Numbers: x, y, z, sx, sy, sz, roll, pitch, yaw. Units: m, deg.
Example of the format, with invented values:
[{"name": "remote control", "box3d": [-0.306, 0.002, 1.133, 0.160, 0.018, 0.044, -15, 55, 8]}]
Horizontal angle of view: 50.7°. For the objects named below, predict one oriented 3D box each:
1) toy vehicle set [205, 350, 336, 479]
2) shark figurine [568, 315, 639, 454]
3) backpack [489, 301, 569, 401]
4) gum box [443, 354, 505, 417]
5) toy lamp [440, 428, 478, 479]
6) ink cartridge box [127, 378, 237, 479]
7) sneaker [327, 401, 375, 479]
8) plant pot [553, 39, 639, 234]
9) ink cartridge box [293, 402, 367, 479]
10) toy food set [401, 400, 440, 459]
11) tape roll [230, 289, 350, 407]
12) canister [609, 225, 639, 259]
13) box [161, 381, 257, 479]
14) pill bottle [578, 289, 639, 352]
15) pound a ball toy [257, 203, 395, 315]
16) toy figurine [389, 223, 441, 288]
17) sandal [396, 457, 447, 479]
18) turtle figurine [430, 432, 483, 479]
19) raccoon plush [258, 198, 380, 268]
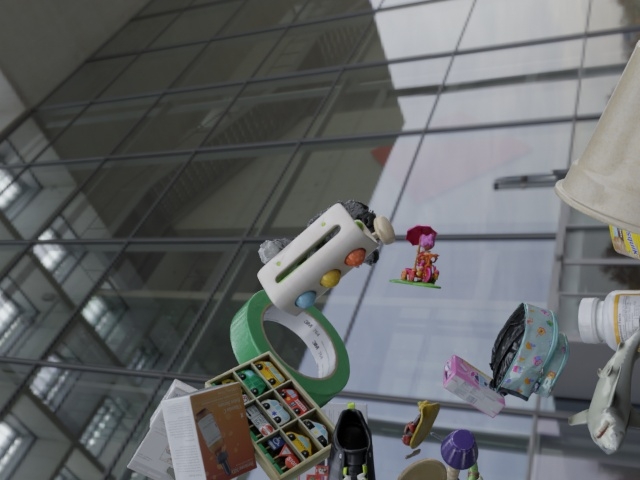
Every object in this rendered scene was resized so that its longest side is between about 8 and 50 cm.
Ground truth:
[{"name": "toy vehicle set", "box3d": [-0.096, 0.358, 1.386, 0.166, 0.267, 0.035, -23, -39, -34]}, {"name": "shark figurine", "box3d": [0.519, 0.248, 1.123, 0.278, 0.116, 0.166, -56, -6, -22]}, {"name": "backpack", "box3d": [0.456, 0.235, 1.466, 0.166, 0.144, 0.188, -61, -18, -62]}, {"name": "gum box", "box3d": [0.450, 0.429, 2.005, 0.062, 0.188, 0.107, -56, 4, 24]}, {"name": "toy lamp", "box3d": [0.286, 0.479, 1.441, 0.275, 0.080, 0.080, 88, -162, -52]}, {"name": "ink cartridge box", "box3d": [-0.341, 0.567, 1.882, 0.261, 0.296, 0.066, -58, 15, 3]}, {"name": "sneaker", "box3d": [0.043, 0.357, 1.030, 0.235, 0.084, 0.097, -93, -2, -46]}, {"name": "plant pot", "box3d": [0.636, -0.190, 1.221, 0.334, 0.333, 0.306, -31, -44, -60]}, {"name": "ink cartridge box", "box3d": [0.010, 0.669, 2.110, 0.130, 0.271, 0.309, 93, 180, -46]}, {"name": "toy food set", "box3d": [0.315, 0.613, 2.235, 0.128, 0.071, 0.218, -2, -62, -55]}, {"name": "tape roll", "box3d": [-0.071, 0.268, 1.691, 0.321, 0.077, 0.321, 32, -151, -20]}, {"name": "canister", "box3d": [0.753, -0.014, 1.595, 0.170, 0.073, 0.126, -95, -10, -83]}, {"name": "box", "box3d": [-0.211, 0.370, 1.287, 0.130, 0.091, 0.171, -5, -101, -51]}, {"name": "pill bottle", "box3d": [0.593, 0.149, 1.245, 0.117, 0.208, 0.118, 8, -100, -54]}, {"name": "pound a ball toy", "box3d": [0.038, 0.055, 1.655, 0.136, 0.319, 0.208, 56, -169, 32]}, {"name": "toy figurine", "box3d": [0.257, 0.037, 1.718, 0.173, 0.130, 0.159, -178, 96, -75]}, {"name": "sandal", "box3d": [0.183, 0.505, 1.336, 0.079, 0.088, 0.240, -44, -26, -68]}, {"name": "turtle figurine", "box3d": [0.367, 0.682, 1.927, 0.198, 0.274, 0.266, -69, -29, -18]}, {"name": "raccoon plush", "box3d": [0.000, 0.000, 2.220, 0.299, 0.446, 0.216, 137, 131, -72]}]
